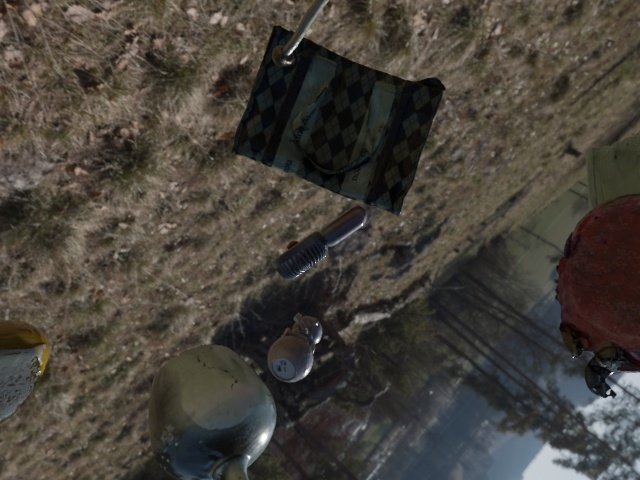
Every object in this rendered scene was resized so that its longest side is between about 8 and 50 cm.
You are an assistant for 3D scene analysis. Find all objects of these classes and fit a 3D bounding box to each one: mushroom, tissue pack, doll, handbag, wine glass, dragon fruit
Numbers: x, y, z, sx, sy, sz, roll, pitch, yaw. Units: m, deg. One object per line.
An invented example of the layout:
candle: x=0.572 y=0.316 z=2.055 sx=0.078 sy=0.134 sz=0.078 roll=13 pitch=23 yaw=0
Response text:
mushroom: x=0.033 y=-0.414 z=0.899 sx=0.306 sy=0.043 sz=0.068 roll=-39 pitch=165 yaw=8
tissue pack: x=0.617 y=0.025 z=0.923 sx=0.388 sy=0.162 sz=0.287 roll=36 pitch=52 yaw=-34
doll: x=-0.069 y=0.336 z=1.685 sx=0.151 sy=0.150 sz=0.287 roll=-67 pitch=173 yaw=26
handbag: x=0.047 y=-0.272 z=1.176 sx=0.180 sy=0.416 sz=0.317 roll=-80 pitch=-168 yaw=-78
wine glass: x=-0.166 y=0.352 z=0.905 sx=0.238 sy=0.323 sz=0.238 roll=-20 pitch=140 yaw=-18
dragon fruit: x=0.371 y=0.053 z=0.581 sx=0.147 sy=0.211 sz=0.282 roll=18 pitch=95 yaw=-61

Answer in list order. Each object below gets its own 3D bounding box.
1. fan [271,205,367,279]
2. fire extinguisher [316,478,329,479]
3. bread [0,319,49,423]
fan: x=0.000 y=0.000 z=1.181 sx=0.244 sy=0.074 sz=0.130 roll=-35 pitch=180 yaw=8
fire extinguisher: x=0.004 y=0.859 z=1.665 sx=0.114 sy=0.095 sz=0.311 roll=-31 pitch=173 yaw=-7
bread: x=-0.411 y=0.135 z=0.480 sx=0.142 sy=0.091 sz=0.305 roll=-56 pitch=160 yaw=7
